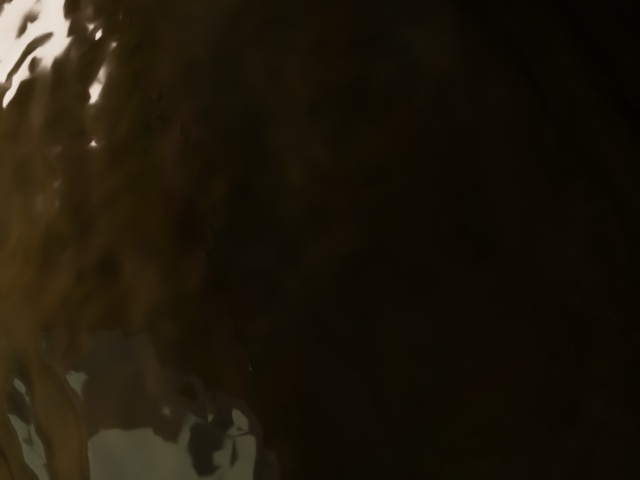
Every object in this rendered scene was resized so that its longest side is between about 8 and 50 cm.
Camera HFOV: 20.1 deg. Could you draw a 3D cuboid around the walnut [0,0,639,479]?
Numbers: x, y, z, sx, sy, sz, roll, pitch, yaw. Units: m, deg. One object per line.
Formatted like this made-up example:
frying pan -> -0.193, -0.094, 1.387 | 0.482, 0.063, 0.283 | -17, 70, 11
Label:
walnut -> 0.000, 0.000, 0.514 | 0.283, 0.283, 0.227 | 46, -176, 24
